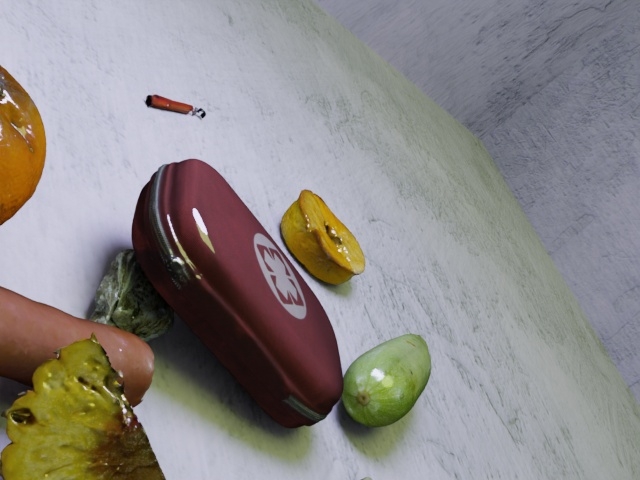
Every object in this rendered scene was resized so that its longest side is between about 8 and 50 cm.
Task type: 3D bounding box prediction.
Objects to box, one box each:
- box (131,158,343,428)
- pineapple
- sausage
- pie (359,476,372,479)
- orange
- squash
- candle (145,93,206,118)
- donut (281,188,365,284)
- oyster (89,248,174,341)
[{"bbox_3d":[-0.100,0.072,1.244,0.404,0.108,0.263,53,15,-30],"label":"box"},{"bbox_3d":[-0.226,0.229,0.876,0.250,0.140,0.164,65,-20,0],"label":"pineapple"},{"bbox_3d":[-0.307,0.085,0.871,0.094,0.094,0.419,43,3,34],"label":"sausage"},{"bbox_3d":[0.078,0.374,1.307,0.084,0.020,0.084,39,22,-19],"label":"pie"},{"bbox_3d":[-0.396,-0.109,0.980,0.224,0.170,0.224,39,23,-20],"label":"orange"},{"bbox_3d":[0.124,0.223,1.534,0.118,0.118,0.370,52,17,8],"label":"squash"},{"bbox_3d":[-0.262,-0.246,1.684,0.026,0.021,0.167,57,23,17],"label":"candle"},{"bbox_3d":[0.000,0.001,1.714,0.190,0.074,0.174,42,21,-30],"label":"donut"},{"bbox_3d":[-0.232,0.071,1.160,0.177,0.064,0.125,24,45,-66],"label":"oyster"}]
